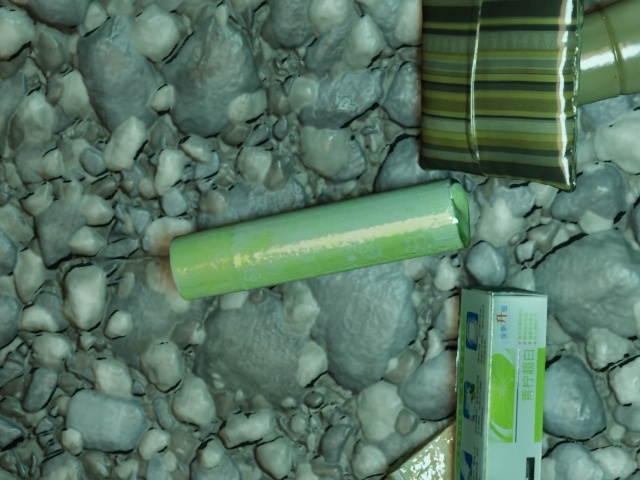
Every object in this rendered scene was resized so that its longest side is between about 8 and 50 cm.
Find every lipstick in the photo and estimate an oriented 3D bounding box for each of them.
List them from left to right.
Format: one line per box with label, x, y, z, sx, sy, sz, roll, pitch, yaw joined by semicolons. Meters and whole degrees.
lipstick;0.000;0.000;1.369;0.304;0.076;0.076;-11;97;11

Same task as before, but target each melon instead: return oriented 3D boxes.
melon;0.154;0.283;1.409;0.098;0.054;0.182;-34;92;-2

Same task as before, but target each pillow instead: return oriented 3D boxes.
pillow;0.163;-0.160;1.277;0.208;0.052;0.212;11;105;50

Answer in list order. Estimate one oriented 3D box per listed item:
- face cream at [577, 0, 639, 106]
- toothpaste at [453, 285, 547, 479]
face cream;0.382;-0.207;1.270;0.341;0.084;0.137;-15;99;5
toothpaste;0.173;0.215;1.345;0.067;0.081;0.336;1;93;-14
